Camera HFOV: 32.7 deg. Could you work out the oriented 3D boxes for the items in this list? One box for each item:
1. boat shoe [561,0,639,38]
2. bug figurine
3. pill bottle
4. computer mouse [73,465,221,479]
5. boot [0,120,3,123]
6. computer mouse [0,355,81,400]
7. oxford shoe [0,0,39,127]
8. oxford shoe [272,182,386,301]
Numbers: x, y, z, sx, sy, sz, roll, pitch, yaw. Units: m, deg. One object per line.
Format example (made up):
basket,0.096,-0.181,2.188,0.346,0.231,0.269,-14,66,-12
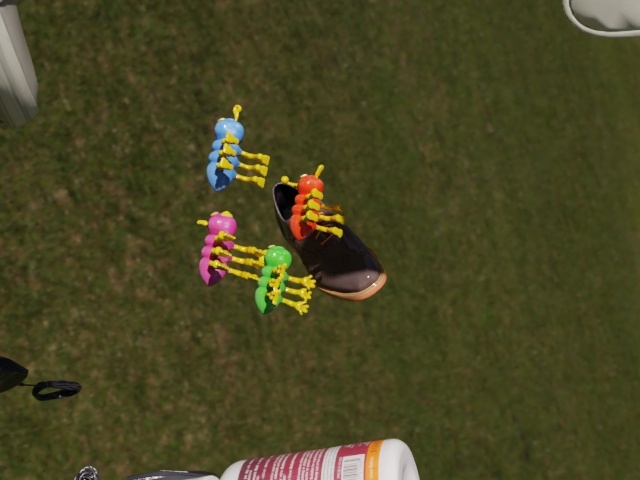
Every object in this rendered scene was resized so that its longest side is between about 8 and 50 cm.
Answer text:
boat shoe,0.403,-0.255,1.069,0.099,0.319,0.116,-50,137,-42
bug figurine,-0.075,-0.028,1.358,0.279,0.072,0.216,33,66,-54
pill bottle,-0.023,0.254,0.990,0.121,0.221,0.121,-11,90,-75
computer mouse,-0.256,0.445,1.702,0.262,0.060,0.184,8,68,-24
boot,-0.579,-0.204,1.838,0.123,0.095,0.258,8,98,-43
computer mouse,-0.456,0.208,1.677,0.242,0.071,0.041,31,31,-60
oxford shoe,-0.294,-0.276,0.854,0.130,0.169,0.449,-40,142,-26
oxford shoe,0.000,0.000,1.620,0.271,0.097,0.098,39,-15,49
